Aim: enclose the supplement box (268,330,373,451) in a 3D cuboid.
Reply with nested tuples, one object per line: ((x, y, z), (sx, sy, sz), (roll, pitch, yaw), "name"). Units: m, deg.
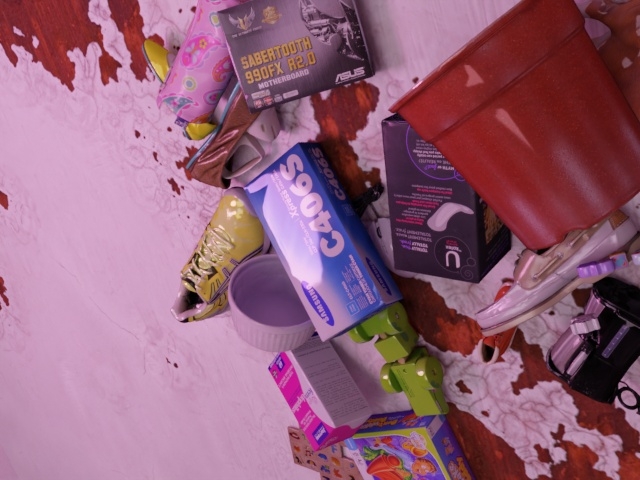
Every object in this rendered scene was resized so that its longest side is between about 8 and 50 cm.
((-0.003, 0.321, 1.530), (0.220, 0.114, 0.111), (55, 135, 27), "supplement box")

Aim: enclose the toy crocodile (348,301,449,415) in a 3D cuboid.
((0.158, 0.208, 1.417), (0.115, 0.105, 0.341), (-23, 103, 41), "toy crocodile")

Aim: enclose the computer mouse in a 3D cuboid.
((0.124, -0.007, 1.356), (0.106, 0.042, 0.193), (-32, 92, 41), "computer mouse")

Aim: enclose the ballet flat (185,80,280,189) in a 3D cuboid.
((-0.156, -0.215, 1.420), (0.124, 0.116, 0.342), (34, 132, -9), "ballet flat")

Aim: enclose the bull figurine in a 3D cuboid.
((0.399, -0.225, 1.002), (0.188, 0.101, 0.310), (32, 129, 21), "bull figurine")

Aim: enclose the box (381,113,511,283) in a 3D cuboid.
((0.214, -0.087, 1.180), (0.165, 0.143, 0.270), (10, 119, 34), "box")

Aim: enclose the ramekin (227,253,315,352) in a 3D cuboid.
((-0.093, 0.137, 1.490), (0.207, 0.207, 0.109), (31, 137, 19), "ramekin")

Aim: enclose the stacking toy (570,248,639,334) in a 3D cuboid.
((0.443, 0.029, 1.034), (0.221, 0.052, 0.167), (-19, 90, 20), "stacking toy")

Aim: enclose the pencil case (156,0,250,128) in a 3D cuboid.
((-0.214, -0.357, 1.345), (0.124, 0.124, 0.284), (40, 121, 12), "pencil case")

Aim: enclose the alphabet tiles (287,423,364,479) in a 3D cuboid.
((0.023, 0.534, 1.734), (0.237, 0.009, 0.198), (9, 120, 34), "alphabet tiles")

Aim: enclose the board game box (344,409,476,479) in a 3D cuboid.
((0.224, 0.541, 1.547), (0.233, 0.078, 0.347), (-20, 100, 41), "board game box")

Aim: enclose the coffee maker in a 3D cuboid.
((0.484, 0.167, 1.153), (0.171, 0.120, 0.178), (19, 128, -1), "coffee maker")

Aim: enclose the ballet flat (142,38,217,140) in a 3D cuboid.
((-0.286, -0.322, 1.481), (0.077, 0.077, 0.231), (-20, 104, 19), "ballet flat")

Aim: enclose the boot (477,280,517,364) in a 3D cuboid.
((0.323, 0.151, 1.268), (0.059, 0.084, 0.158), (23, 123, 29), "boot")

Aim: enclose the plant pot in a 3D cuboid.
((0.275, -0.150, 0.919), (0.265, 0.272, 0.272), (52, 132, -4), "plant pot")

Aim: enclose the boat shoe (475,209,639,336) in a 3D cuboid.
((0.370, 0.047, 1.156), (0.302, 0.113, 0.103), (-38, 84, 25), "boat shoe")

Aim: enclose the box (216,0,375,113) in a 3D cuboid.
((-0.040, -0.341, 1.224), (0.231, 0.056, 0.183), (-14, 107, 9), "box")

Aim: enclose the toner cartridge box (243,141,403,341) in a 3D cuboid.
((0.000, 0.000, 1.359), (0.165, 0.075, 0.348), (-36, 76, 32), "toner cartridge box")

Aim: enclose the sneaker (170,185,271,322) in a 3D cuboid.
((-0.224, 0.051, 1.573), (0.145, 0.147, 0.385), (36, 128, 18), "sneaker")
